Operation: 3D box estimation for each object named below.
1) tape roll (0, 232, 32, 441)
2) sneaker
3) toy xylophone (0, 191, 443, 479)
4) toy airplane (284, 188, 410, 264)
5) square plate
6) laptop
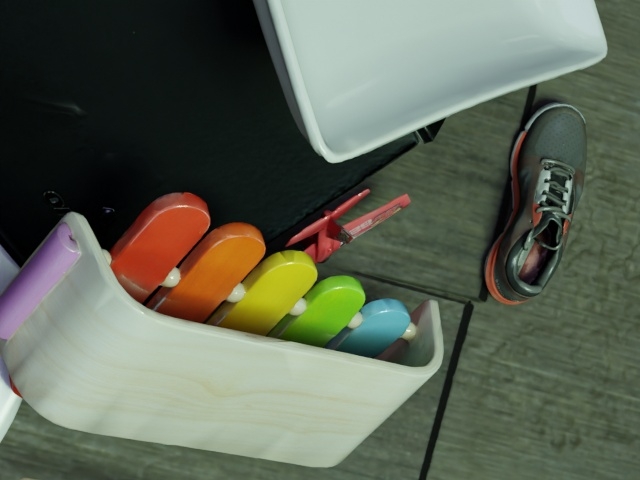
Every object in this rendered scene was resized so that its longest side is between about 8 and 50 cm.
[{"bbox_3d":[-0.375,0.032,1.128,0.392,0.072,0.392,-1,93,-19],"label":"tape roll"},{"bbox_3d":[0.172,-0.026,1.291,0.061,0.065,0.158,15,88,-15],"label":"sneaker"},{"bbox_3d":[-0.076,0.091,1.156,0.323,0.081,0.236,23,127,-42],"label":"toy xylophone"},{"bbox_3d":[0.000,0.000,1.202,0.151,0.151,0.028,-33,88,-12],"label":"toy airplane"},{"bbox_3d":[0.035,-0.244,1.095,0.344,0.049,0.347,-24,96,-50],"label":"square plate"},{"bbox_3d":[-0.092,-0.216,1.162,0.382,0.236,0.408,54,44,-23],"label":"laptop"}]
